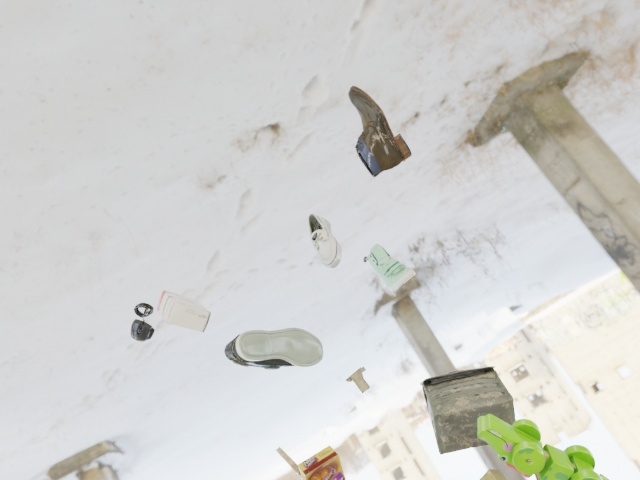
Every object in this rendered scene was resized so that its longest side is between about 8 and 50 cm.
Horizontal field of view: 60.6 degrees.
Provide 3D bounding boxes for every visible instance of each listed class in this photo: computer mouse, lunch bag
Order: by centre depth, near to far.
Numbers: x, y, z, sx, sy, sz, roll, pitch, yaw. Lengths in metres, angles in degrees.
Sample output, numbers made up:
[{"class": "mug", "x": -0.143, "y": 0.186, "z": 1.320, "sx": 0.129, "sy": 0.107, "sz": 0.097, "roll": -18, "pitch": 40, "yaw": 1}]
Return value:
[{"class": "computer mouse", "x": -0.533, "y": 0.251, "z": 1.635, "sx": 0.242, "sy": 0.071, "sz": 0.041, "roll": 119, "pitch": -5, "yaw": -53}, {"class": "lunch bag", "x": 0.438, "y": 0.484, "z": 1.660, "sx": 0.235, "sy": 0.169, "sz": 0.287, "roll": -11, "pitch": -166, "yaw": 4}]

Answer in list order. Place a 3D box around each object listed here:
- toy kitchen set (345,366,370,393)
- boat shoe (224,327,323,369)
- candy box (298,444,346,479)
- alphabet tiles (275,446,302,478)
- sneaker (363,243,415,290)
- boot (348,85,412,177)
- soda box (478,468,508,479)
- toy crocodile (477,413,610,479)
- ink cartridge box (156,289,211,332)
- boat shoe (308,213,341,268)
[{"class": "toy kitchen set", "x": 0.138, "y": 0.505, "z": 1.950, "sx": 0.068, "sy": 0.075, "sz": 0.083, "roll": -43, "pitch": 165, "yaw": 17}, {"class": "boat shoe", "x": -0.126, "y": 0.304, "z": 1.535, "sx": 0.302, "sy": 0.114, "sz": 0.091, "roll": 18, "pitch": 148, "yaw": -37}, {"class": "candy box", "x": 0.015, "y": 0.683, "z": 1.536, "sx": 0.109, "sy": 0.053, "sz": 0.187, "roll": -25, "pitch": 116, "yaw": -21}, {"class": "alphabet tiles", "x": -0.031, "y": 0.775, "z": 1.742, "sx": 0.021, "sy": 0.284, "sz": 0.278, "roll": -42, "pitch": -167, "yaw": -18}, {"class": "sneaker", "x": 0.226, "y": 0.085, "z": 1.869, "sx": 0.094, "sy": 0.151, "sz": 0.256, "roll": -36, "pitch": -176, "yaw": -11}, {"class": "boot", "x": 0.111, "y": -0.256, "z": 1.296, "sx": 0.106, "sy": 0.219, "sz": 0.082, "roll": -38, "pitch": 178, "yaw": -3}, {"class": "soda box", "x": 0.513, "y": 0.720, "z": 1.495, "sx": 0.058, "sy": 0.181, "sz": 0.061, "roll": 17, "pitch": 115, "yaw": -35}, {"class": "toy crocodile", "x": 0.489, "y": 0.483, "z": 1.174, "sx": 0.105, "sy": 0.340, "sz": 0.115, "roll": -65, "pitch": 176, "yaw": 19}, {"class": "ink cartridge box", "x": -0.550, "y": 0.282, "z": 2.191, "sx": 0.158, "sy": 0.092, "sz": 0.218, "roll": 21, "pitch": 176, "yaw": -28}, {"class": "boat shoe", "x": 0.000, "y": 0.000, "z": 1.715, "sx": 0.075, "sy": 0.226, "sz": 0.083, "roll": 32, "pitch": 110, "yaw": -32}]
